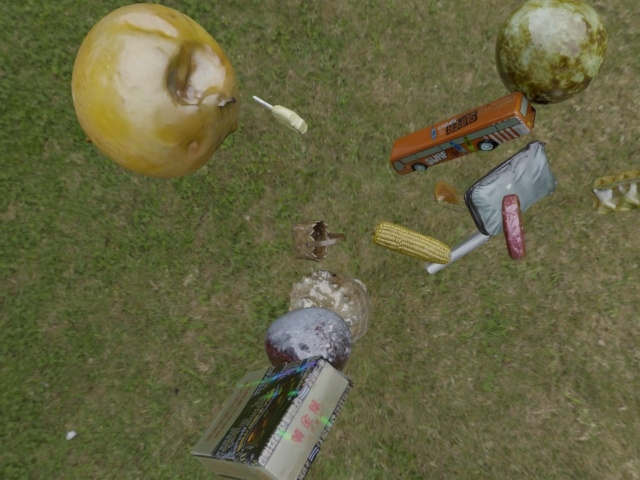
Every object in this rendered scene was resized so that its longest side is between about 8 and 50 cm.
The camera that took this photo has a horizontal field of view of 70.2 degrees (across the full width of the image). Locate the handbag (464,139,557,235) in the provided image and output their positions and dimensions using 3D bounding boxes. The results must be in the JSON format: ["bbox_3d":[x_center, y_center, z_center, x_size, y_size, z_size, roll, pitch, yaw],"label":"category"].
[{"bbox_3d":[0.623,-0.168,1.466,0.332,0.075,0.192,-35,108,-7],"label":"handbag"}]

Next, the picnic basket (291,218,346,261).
[{"bbox_3d":[0.000,0.000,1.511,0.178,0.128,0.138,-1,106,24],"label":"picnic basket"}]

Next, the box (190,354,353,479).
[{"bbox_3d":[-0.097,0.324,0.820,0.084,0.310,0.198,45,53,-11],"label":"box"}]

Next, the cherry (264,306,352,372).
[{"bbox_3d":[-0.038,0.324,1.380,0.255,0.218,0.296,23,39,34],"label":"cherry"}]

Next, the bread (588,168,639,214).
[{"bbox_3d":[0.788,-0.128,1.069,0.098,0.269,0.087,-50,118,-41],"label":"bread"}]

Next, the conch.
[{"bbox_3d":[0.066,0.221,1.653,0.352,0.210,0.297,-28,72,-30],"label":"conch"}]

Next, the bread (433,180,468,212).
[{"bbox_3d":[0.451,-0.168,1.618,0.054,0.154,0.136,-51,37,30],"label":"bread"}]

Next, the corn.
[{"bbox_3d":[0.260,0.007,1.302,0.231,0.080,0.080,18,82,5],"label":"corn"}]

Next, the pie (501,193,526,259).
[{"bbox_3d":[0.512,-0.035,1.209,0.049,0.182,0.182,-8,79,26],"label":"pie"}]

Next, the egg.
[{"bbox_3d":[0.536,-0.450,1.080,0.238,0.289,0.238,-2,87,47],"label":"egg"}]

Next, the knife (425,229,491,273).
[{"bbox_3d":[0.504,0.038,1.678,0.265,0.073,0.041,-34,104,5],"label":"knife"}]

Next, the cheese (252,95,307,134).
[{"bbox_3d":[-0.172,-0.516,1.833,0.255,0.127,0.050,33,91,15],"label":"cheese"}]

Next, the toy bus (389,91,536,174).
[{"bbox_3d":[0.360,-0.274,1.226,0.092,0.408,0.093,34,60,-32],"label":"toy bus"}]

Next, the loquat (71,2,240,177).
[{"bbox_3d":[-0.233,-0.201,0.644,0.243,0.244,0.244,-1,80,5],"label":"loquat"}]
